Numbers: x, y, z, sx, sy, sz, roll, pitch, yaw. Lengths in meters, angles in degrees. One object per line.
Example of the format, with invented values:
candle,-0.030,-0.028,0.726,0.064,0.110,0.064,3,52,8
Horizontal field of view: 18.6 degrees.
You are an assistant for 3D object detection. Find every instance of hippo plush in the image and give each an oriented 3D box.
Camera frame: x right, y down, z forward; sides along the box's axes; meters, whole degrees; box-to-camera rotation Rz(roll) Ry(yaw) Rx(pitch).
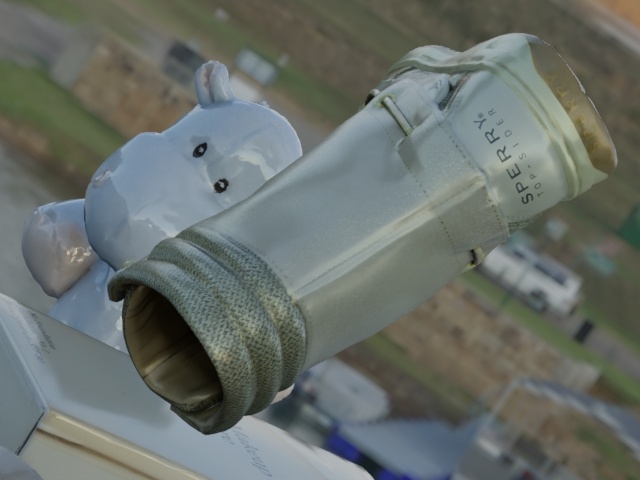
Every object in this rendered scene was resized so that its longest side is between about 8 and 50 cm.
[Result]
hippo plush,-0.076,0.007,1.509,0.234,0.294,0.236,59,-24,7

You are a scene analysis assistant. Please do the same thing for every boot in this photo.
boot,0.000,0.000,0.711,0.077,0.165,0.213,57,-13,-5

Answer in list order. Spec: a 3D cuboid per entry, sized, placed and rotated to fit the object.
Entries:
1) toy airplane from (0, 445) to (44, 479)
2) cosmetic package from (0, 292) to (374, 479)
toy airplane,-0.219,0.220,0.934,0.272,0.384,0.386,-5,19,-33
cosmetic package,-0.087,0.161,1.162,0.309,0.113,0.160,28,11,-34
